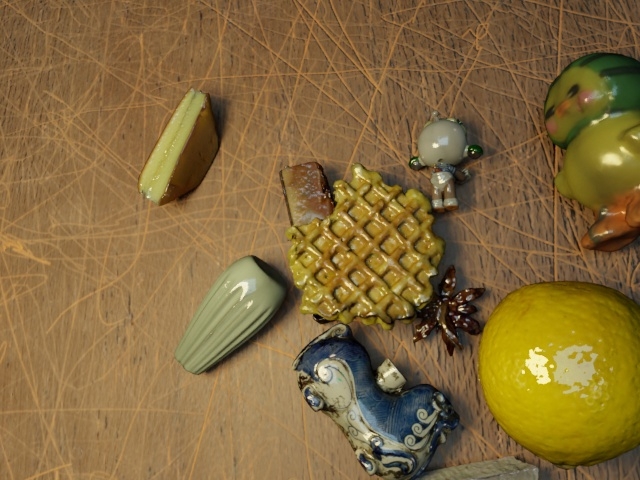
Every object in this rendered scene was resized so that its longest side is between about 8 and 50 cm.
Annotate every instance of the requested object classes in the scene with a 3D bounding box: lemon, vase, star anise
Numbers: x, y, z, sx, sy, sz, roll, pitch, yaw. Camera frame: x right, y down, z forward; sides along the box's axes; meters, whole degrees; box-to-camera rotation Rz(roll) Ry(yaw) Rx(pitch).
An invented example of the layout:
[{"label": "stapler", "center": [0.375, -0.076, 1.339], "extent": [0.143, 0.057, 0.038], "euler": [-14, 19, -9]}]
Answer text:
[{"label": "lemon", "center": [0.380, 0.195, 0.806], "extent": [0.294, 0.293, 0.292], "euler": [-2, 76, 9]}, {"label": "vase", "center": [-0.177, 0.148, 0.994], "extent": [0.128, 0.128, 0.248], "euler": [43, 95, 16]}, {"label": "star anise", "center": [0.226, 0.125, 0.958], "extent": [0.168, 0.057, 0.167], "euler": [-1, 72, 4]}]

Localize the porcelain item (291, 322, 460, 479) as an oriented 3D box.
[{"label": "porcelain item", "center": [0.092, 0.272, 0.908], "extent": [0.186, 0.138, 0.288], "euler": [-42, 75, -6]}]

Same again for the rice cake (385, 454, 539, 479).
[{"label": "rice cake", "center": [0.184, 0.432, 0.887], "extent": [0.366, 0.056, 0.072], "euler": [-14, 93, 4]}]

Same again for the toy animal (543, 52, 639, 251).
[{"label": "toy animal", "center": [0.521, -0.167, 0.914], "extent": [0.191, 0.216, 0.337], "euler": [-5, 70, -19]}]

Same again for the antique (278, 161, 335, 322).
[{"label": "antique", "center": [0.000, 0.000, 1.013], "extent": [0.094, 0.087, 0.309], "euler": [-16, 74, 4]}]

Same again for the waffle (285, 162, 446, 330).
[{"label": "waffle", "center": [0.079, 0.014, 0.934], "extent": [0.282, 0.058, 0.300], "euler": [22, 70, 0]}]

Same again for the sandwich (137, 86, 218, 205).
[{"label": "sandwich", "center": [-0.292, -0.190, 1.107], "extent": [0.094, 0.096, 0.257], "euler": [24, 83, 21]}]

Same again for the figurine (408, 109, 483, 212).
[{"label": "figurine", "center": [0.239, -0.151, 1.008], "extent": [0.147, 0.094, 0.196], "euler": [-7, 83, 31]}]
